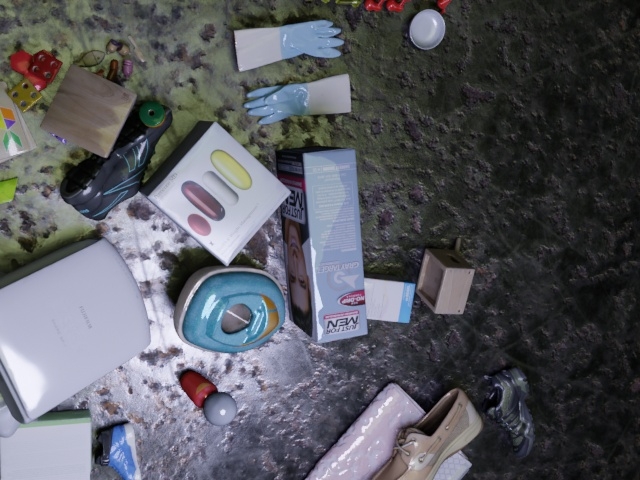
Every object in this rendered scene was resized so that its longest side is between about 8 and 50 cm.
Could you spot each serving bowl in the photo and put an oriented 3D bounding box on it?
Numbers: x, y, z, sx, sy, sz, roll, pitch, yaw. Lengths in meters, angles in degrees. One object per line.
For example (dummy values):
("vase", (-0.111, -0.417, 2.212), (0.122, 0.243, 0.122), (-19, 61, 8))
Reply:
("serving bowl", (0.226, -0.457, 1.640), (0.083, 0.027, 0.083), (-7, 112, -17))

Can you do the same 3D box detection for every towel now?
("towel", (0.157, 0.545, 1.761), (0.332, 0.053, 0.317), (-47, 109, -8))

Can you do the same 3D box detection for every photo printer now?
("photo printer", (-0.469, 0.150, 1.406), (0.307, 0.107, 0.256), (-31, 107, -39))

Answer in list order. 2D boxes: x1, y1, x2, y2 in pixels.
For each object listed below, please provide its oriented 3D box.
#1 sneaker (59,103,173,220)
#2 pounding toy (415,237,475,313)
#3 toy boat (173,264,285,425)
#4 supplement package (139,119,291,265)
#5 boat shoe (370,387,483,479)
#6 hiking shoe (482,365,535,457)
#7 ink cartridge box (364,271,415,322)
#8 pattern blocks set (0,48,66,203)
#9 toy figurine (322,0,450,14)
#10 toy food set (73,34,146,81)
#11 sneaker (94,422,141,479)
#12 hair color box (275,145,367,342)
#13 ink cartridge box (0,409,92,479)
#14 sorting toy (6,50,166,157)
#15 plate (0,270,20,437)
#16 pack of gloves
("sneaker", (-0.378, -0.152, 1.460), (0.267, 0.101, 0.106), (-48, 139, -14))
("pounding toy", (0.285, 0.076, 1.702), (0.100, 0.141, 0.130), (4, 111, -20))
("toy boat", (-0.181, 0.205, 1.517), (0.267, 0.148, 0.318), (8, 108, -48))
("supplement package", (-0.208, -0.097, 1.482), (0.203, 0.149, 0.194), (42, 84, -21))
("boat shoe", (0.210, 0.462, 1.684), (0.341, 0.121, 0.110), (-37, 104, -23))
("hiking shoe", (0.447, 0.418, 1.836), (0.114, 0.086, 0.227), (-9, 96, -4))
("ink cartridge box", (0.118, 0.121, 1.660), (0.143, 0.092, 0.090), (8, 95, -21))
("pattern blocks set", (-0.629, -0.203, 1.383), (0.325, 0.026, 0.285), (-11, 101, -19))
("toy figurine", (0.132, -0.615, 1.556), (0.362, 0.191, 0.217), (-2, 71, -21))
("toy food set", (-0.398, -0.338, 1.448), (0.122, 0.019, 0.078), (-34, 108, -11))
("sneaker", (-0.415, 0.453, 1.542), (0.084, 0.058, 0.152), (-9, 97, -24))
("hair color box", (0.000, 0.000, 1.550), (0.113, 0.185, 0.374), (-8, 101, -18))
("ink cartridge box", (-0.541, 0.460, 1.501), (0.171, 0.056, 0.235), (-1, 99, -19))
("sorting toy", (-0.430, -0.238, 1.399), (0.274, 0.046, 0.132), (25, 85, -1))
("plate", (-0.632, 0.192, 1.408), (0.277, 0.045, 0.278), (32, 76, -21))
("pack of gloves", (-0.058, -0.348, 1.565), (0.232, 0.046, 0.195), (-11, 113, -14))
